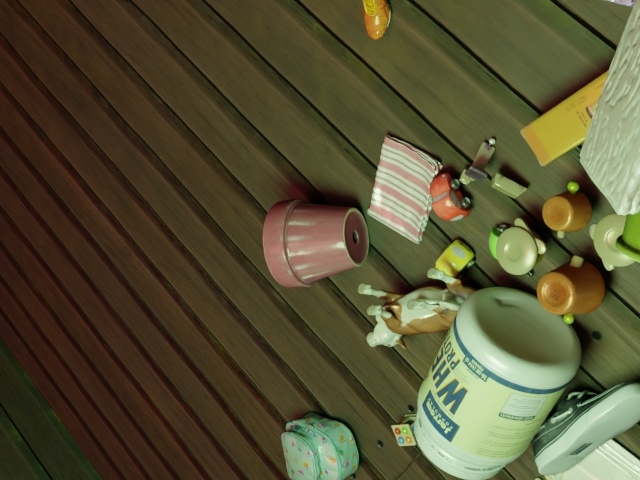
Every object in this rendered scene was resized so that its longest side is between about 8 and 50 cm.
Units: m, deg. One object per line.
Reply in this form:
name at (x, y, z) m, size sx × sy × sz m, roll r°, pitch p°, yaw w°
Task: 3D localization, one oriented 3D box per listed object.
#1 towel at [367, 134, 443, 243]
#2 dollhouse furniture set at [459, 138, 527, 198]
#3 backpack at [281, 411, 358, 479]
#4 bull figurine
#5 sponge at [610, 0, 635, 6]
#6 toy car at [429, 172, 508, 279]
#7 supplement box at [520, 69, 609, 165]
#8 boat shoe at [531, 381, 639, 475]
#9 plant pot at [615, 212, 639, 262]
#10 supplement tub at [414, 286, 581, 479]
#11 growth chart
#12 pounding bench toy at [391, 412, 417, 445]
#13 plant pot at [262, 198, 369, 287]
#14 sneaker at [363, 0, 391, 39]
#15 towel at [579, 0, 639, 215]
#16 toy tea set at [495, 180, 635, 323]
towel at (0.168, -0.104, 1.619) m, size 0.144 × 0.029 × 0.197 m, roll 33°, pitch 128°, yaw 30°
dollhouse furniture set at (0.333, -0.131, 1.462) m, size 0.114 × 0.081 × 0.091 m, roll 28°, pitch 168°, yaw 2°
backpack at (-0.001, 0.535, 1.982) m, size 0.188 × 0.144 × 0.166 m, roll 0°, pitch 102°, yaw 40°
bull figurine at (0.193, 0.145, 1.621) m, size 0.310 × 0.188 × 0.101 m, roll -21°, pitch 55°, yaw 39°
sponge at (0.526, -0.388, 1.150) m, size 0.210 × 0.031 × 0.117 m, roll 29°, pitch 126°, yaw 32°
toy car at (0.306, -0.002, 1.504) m, size 0.225 × 0.053 × 0.239 m, roll 13°, pitch 122°, yaw 37°
supplement box at (0.445, -0.213, 1.273) m, size 0.233 × 0.080 × 0.078 m, roll -35°, pitch 83°, yaw 48°
boat shoe at (0.488, 0.327, 1.453) m, size 0.301 × 0.108 × 0.102 m, roll 117°, pitch 149°, yaw -45°
plant pot at (0.594, -0.138, 0.999) m, size 0.366 × 0.366 × 0.353 m, roll 14°, pitch 106°, yaw 39°
supplement tub at (0.323, 0.276, 1.489) m, size 0.235 × 0.235 × 0.325 m, roll 38°, pitch 130°, yaw 26°
growth chart at (0.540, 0.475, 1.524) m, size 0.172 × 0.021 × 0.237 m, roll 44°, pitch 132°, yaw 20°
pounding bench toy at (0.215, 0.431, 1.783) m, size 0.083 × 0.065 × 0.052 m, roll -19°, pitch 94°, yaw 46°
plant pot at (0.000, 0.000, 1.721) m, size 0.180 × 0.201 × 0.201 m, roll -7°, pitch 104°, yaw 29°
sneaker at (0.096, -0.473, 1.498) m, size 0.064 × 0.067 × 0.175 m, roll 14°, pitch 119°, yaw 37°
towel at (0.439, -0.221, 1.028) m, size 0.053 × 0.317 × 0.332 m, roll 16°, pitch 112°, yaw 2°
toy tea set at (0.465, -0.013, 1.331) m, size 0.336 × 0.124 × 0.200 m, roll -51°, pitch 59°, yaw 40°
